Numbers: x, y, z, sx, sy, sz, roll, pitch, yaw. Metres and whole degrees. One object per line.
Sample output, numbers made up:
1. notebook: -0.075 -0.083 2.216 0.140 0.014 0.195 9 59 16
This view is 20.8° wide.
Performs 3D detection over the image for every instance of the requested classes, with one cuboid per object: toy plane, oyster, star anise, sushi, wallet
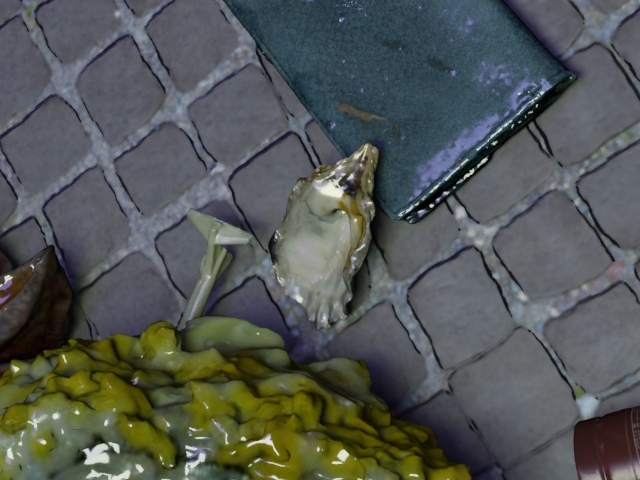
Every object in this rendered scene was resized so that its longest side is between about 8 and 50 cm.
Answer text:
1. toy plane: -0.129 0.120 1.429 0.092 0.108 0.286 21 84 25
2. oyster: 0.000 0.000 1.403 0.122 0.045 0.146 -6 100 34
3. star anise: -0.311 0.129 1.494 0.332 0.117 0.331 0 90 26
4. sushi: -0.085 0.239 1.265 0.396 0.240 0.351 12 95 -4
5. wallet: 0.024 -0.207 1.438 0.191 0.046 0.379 -42 71 15

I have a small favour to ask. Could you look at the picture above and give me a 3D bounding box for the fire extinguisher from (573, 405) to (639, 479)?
1. fire extinguisher: 0.321 0.144 1.237 0.269 0.105 0.105 -17 77 19
